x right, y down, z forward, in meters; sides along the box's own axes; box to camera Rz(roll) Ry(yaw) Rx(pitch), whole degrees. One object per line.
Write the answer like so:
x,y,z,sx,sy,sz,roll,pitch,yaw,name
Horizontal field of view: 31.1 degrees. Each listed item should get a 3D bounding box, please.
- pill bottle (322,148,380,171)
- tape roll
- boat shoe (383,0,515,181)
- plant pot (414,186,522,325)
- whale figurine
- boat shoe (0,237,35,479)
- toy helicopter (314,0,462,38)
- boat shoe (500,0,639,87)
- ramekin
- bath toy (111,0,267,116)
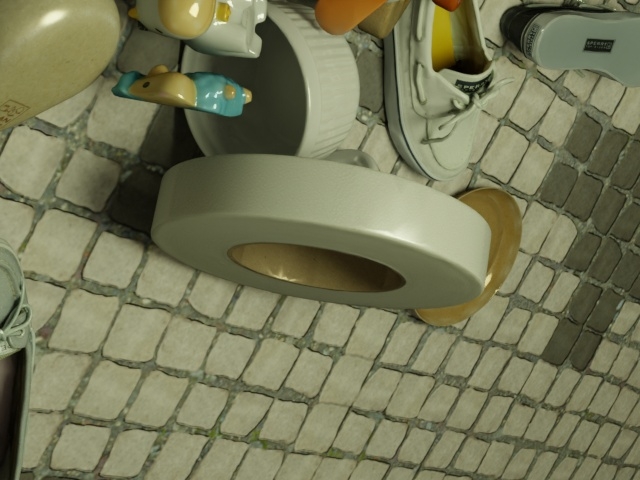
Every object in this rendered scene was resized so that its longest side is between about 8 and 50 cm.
0.054,-0.023,1.545,0.112,0.112,0.186,-44,135,-13,pill bottle
0.000,0.000,1.324,0.392,0.392,0.072,26,68,-47,tape roll
0.179,-0.214,1.507,0.136,0.156,0.367,-30,131,-25,boat shoe
0.217,0.021,1.777,0.236,0.032,0.236,-21,127,-31,plant pot
-0.328,-0.182,1.111,0.272,0.141,0.216,-37,167,11,whale figurine
-0.369,0.148,1.277,0.118,0.103,0.320,-9,120,-38,boat shoe
0.106,-0.350,1.203,0.235,0.140,0.355,-54,172,-36,toy helicopter
0.393,-0.294,1.692,0.306,0.105,0.113,-6,122,-32,boat shoe
-0.051,-0.172,1.301,0.109,0.207,0.207,-17,126,-45,ramekin
-0.117,-0.304,1.158,0.151,0.129,0.348,22,79,-79,bath toy
